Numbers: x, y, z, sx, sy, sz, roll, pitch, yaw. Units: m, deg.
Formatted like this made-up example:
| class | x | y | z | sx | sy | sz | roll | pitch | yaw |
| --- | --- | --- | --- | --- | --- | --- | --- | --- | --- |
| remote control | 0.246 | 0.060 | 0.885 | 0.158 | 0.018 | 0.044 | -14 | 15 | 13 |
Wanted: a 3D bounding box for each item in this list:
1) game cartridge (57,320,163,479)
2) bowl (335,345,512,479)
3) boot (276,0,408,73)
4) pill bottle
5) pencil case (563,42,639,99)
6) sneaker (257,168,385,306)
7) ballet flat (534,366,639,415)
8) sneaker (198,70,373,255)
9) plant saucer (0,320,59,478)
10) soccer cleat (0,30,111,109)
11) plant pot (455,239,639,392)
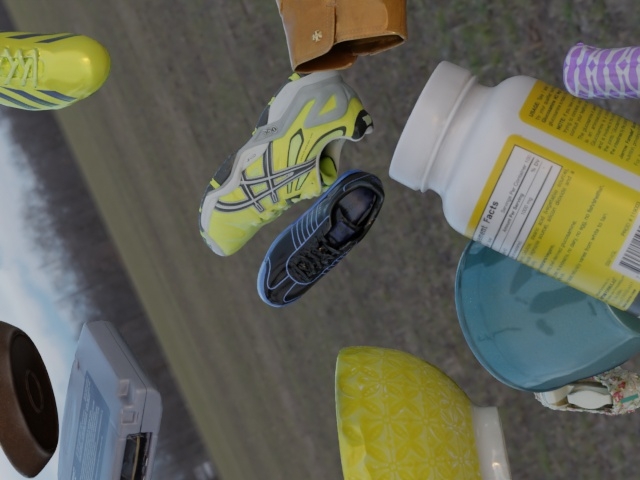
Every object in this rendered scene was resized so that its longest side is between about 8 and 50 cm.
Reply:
| class | x | y | z | sx | sy | sz | roll | pitch | yaw |
| --- | --- | --- | --- | --- | --- | --- | --- | --- | --- |
| game cartridge | -0.258 | 0.255 | 1.451 | 0.196 | 0.060 | 0.294 | 40 | 124 | 50 |
| bowl | 0.121 | 0.242 | 1.288 | 0.289 | 0.156 | 0.289 | -11 | -90 | -82 |
| boot | -0.035 | -0.294 | 1.408 | 0.104 | 0.295 | 0.211 | 22 | -114 | -58 |
| pill bottle | 0.253 | -0.062 | 1.313 | 0.334 | 0.188 | 0.188 | 26 | 162 | 8 |
| pencil case | 0.442 | -0.243 | 1.714 | 0.206 | 0.086 | 0.088 | 3 | 79 | 43 |
| sneaker | 0.000 | 0.000 | 1.664 | 0.081 | 0.232 | 0.090 | 37 | -179 | -16 |
| ballet flat | 0.405 | 0.235 | 1.936 | 0.241 | 0.077 | 0.091 | -11 | 98 | 55 |
| sneaker | -0.064 | -0.101 | 1.955 | 0.147 | 0.145 | 0.384 | 44 | 123 | 12 |
| plant saucer | -0.303 | 0.157 | 1.246 | 0.168 | 0.029 | 0.168 | -16 | -90 | -88 |
| soccer cleat | -0.392 | -0.209 | 1.441 | 0.121 | 0.289 | 0.093 | 20 | -104 | -76 |
| plant pot | 0.374 | 0.066 | 1.736 | 0.255 | 0.272 | 0.271 | -24 | 90 | 58 |
